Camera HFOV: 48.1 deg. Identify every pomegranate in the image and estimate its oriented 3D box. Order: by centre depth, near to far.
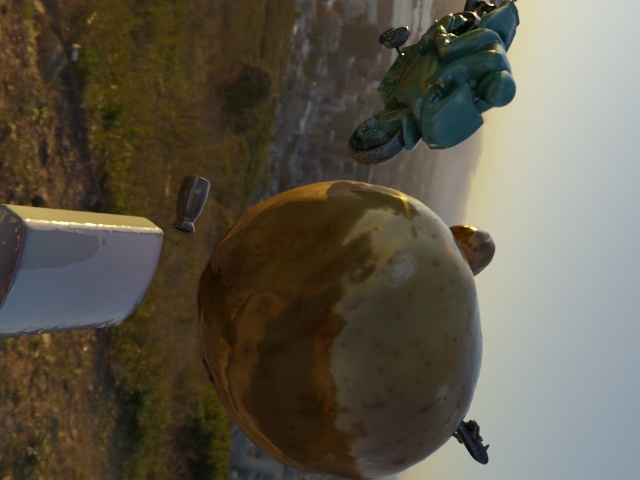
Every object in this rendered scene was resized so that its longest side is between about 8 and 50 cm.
[{"bbox_3d":[0.049,0.093,0.915,0.410,0.409,0.410,12,90,-81],"label":"pomegranate"}]

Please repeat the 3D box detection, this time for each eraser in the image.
[{"bbox_3d":[-0.347,0.044,0.981,0.174,0.094,0.270,-63,158,10],"label":"eraser"}]

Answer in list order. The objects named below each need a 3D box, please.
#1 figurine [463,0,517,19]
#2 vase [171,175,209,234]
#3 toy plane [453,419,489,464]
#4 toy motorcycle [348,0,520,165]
[{"bbox_3d":[0.292,-0.397,1.231,0.094,0.086,0.082,-51,156,-51],"label":"figurine"},{"bbox_3d":[-0.240,-0.065,1.314,0.053,0.053,0.101,75,26,-70],"label":"vase"},{"bbox_3d":[0.190,0.251,0.922,0.031,0.083,0.078,-41,180,-28],"label":"toy plane"},{"bbox_3d":[0.160,-0.207,0.901,0.109,0.198,0.297,56,50,-36],"label":"toy motorcycle"}]
